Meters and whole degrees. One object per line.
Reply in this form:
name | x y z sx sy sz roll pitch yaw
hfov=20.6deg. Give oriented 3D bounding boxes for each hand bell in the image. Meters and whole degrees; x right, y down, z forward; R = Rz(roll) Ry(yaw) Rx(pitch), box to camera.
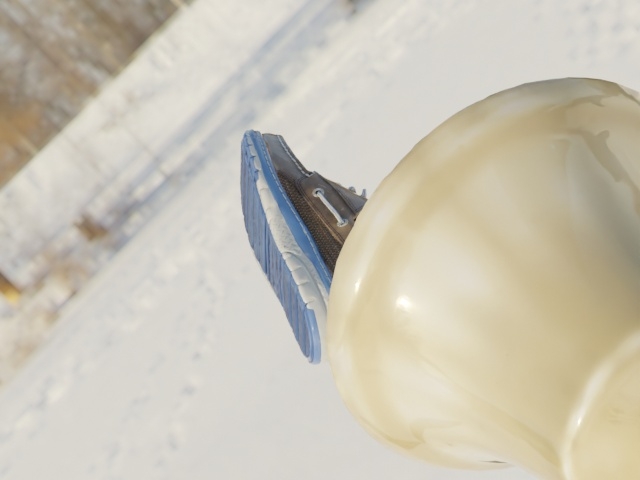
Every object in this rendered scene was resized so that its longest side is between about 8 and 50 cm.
hand bell | 0.107 0.065 0.410 0.126 0.126 0.242 -44 37 2

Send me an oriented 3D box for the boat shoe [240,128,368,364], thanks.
boat shoe | 0.000 0.000 1.010 0.066 0.183 0.066 -10 -45 -13
